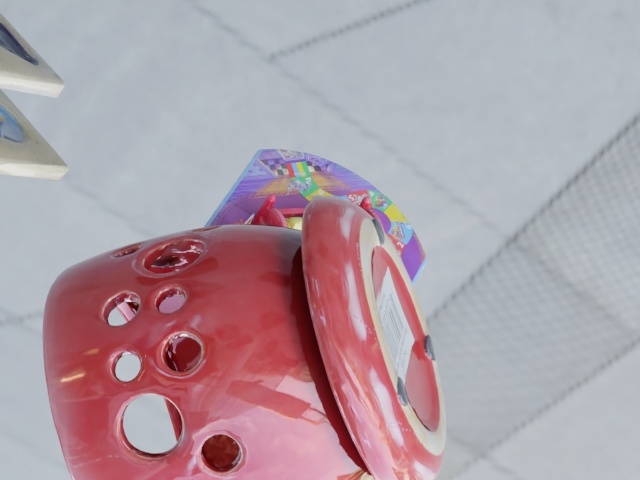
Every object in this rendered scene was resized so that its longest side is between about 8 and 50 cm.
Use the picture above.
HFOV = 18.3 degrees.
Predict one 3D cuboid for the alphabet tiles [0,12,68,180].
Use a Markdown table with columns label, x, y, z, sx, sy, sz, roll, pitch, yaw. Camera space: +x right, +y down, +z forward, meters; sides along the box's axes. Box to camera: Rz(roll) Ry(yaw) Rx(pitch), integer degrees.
| label | x | y | z | sx | sy | sz | roll | pitch | yaw |
| --- | --- | --- | --- | --- | --- | --- | --- | --- | --- |
| alphabet tiles | -0.235 | -0.123 | 0.675 | 0.285 | 0.011 | 0.342 | 47 | -162 | 21 |

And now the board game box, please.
| label | x | y | z | sx | sy | sz | roll | pitch | yaw |
| --- | --- | --- | --- | --- | --- | --- | --- | --- | --- |
| board game box | 0.000 | 0.000 | 1.247 | 0.133 | 0.169 | 0.033 | 32 | 136 | 1 |

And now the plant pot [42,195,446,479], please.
| label | x | y | z | sx | sy | sz | roll | pitch | yaw |
| --- | --- | --- | --- | --- | --- | --- | --- | --- | --- |
| plant pot | -0.032 | 0.080 | 1.066 | 0.174 | 0.191 | 0.191 | -16 | 144 | 13 |
